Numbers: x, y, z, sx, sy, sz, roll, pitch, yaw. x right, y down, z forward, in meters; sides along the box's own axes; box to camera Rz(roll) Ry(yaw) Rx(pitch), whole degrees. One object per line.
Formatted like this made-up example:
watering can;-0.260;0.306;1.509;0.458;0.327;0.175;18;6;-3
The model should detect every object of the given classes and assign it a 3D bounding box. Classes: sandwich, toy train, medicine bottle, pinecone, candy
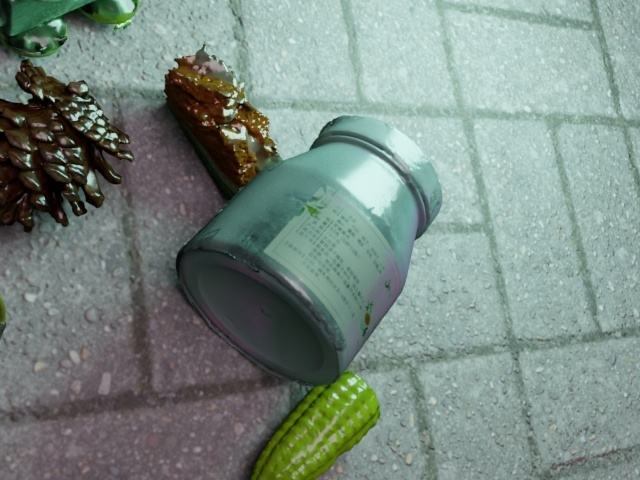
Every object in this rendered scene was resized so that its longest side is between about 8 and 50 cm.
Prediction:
sandwich;-0.118;-0.155;1.059;0.109;0.160;0.185;-33;85;-14
toy train;-0.334;-0.355;1.001;0.271;0.159;0.188;-38;86;-33
medicine bottle;0.000;0.000;1.029;0.245;0.245;0.290;45;59;-11
pinecone;-0.316;-0.101;0.931;0.179;0.150;0.195;36;61;-16
candy;-0.012;0.255;1.033;0.209;0.097;0.097;-41;97;-30

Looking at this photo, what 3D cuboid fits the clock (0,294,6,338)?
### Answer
clock;-0.423;0.105;0.785;0.237;0.237;0.057;-31;63;-33
